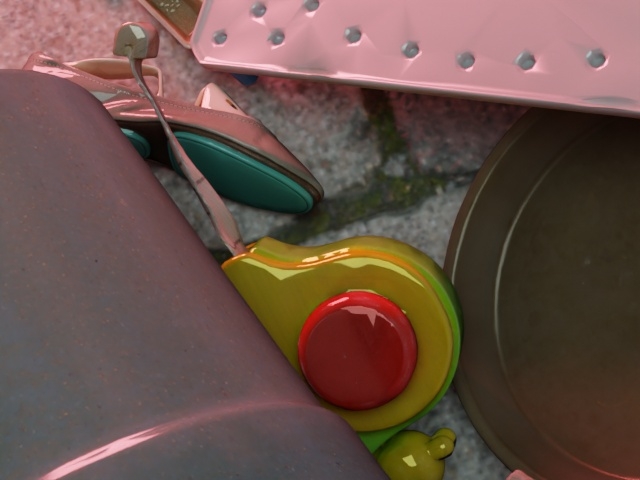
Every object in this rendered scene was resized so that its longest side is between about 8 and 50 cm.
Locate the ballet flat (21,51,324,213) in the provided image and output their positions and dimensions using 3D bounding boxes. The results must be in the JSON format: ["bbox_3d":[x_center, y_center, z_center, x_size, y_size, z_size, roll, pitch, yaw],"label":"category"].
[{"bbox_3d":[-0.094,-0.076,1.186,0.213,0.072,0.068,14,65,7],"label":"ballet flat"}]

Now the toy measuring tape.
[{"bbox_3d":[0.000,0.000,1.107,0.121,0.121,0.330,-28,94,-5],"label":"toy measuring tape"}]

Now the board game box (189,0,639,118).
[{"bbox_3d":[0.146,-0.257,1.159,0.390,0.050,0.390,9,73,31],"label":"board game box"}]

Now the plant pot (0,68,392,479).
[{"bbox_3d":[-0.158,0.110,1.018,0.341,0.341,0.334,-30,67,-5],"label":"plant pot"}]

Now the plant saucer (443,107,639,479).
[{"bbox_3d":[0.196,0.025,1.093,0.278,0.041,0.277,-10,72,34],"label":"plant saucer"}]

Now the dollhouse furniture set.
[{"bbox_3d":[-0.099,-0.192,1.212,0.091,0.081,0.114,-42,76,-8],"label":"dollhouse furniture set"}]

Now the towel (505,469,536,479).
[{"bbox_3d":[0.195,0.233,1.017,0.282,0.187,0.049,34,75,13],"label":"towel"}]
